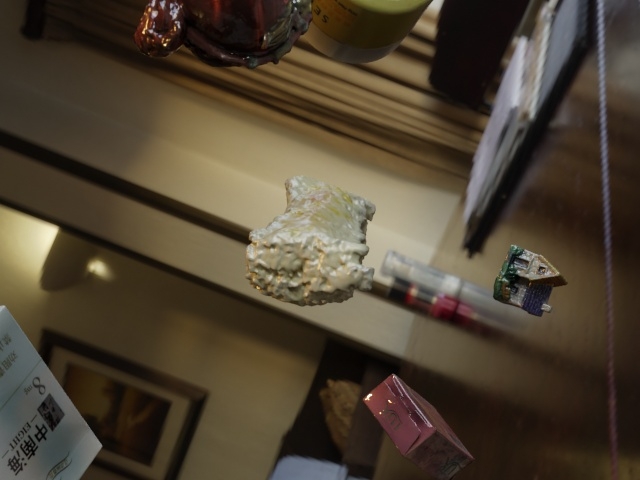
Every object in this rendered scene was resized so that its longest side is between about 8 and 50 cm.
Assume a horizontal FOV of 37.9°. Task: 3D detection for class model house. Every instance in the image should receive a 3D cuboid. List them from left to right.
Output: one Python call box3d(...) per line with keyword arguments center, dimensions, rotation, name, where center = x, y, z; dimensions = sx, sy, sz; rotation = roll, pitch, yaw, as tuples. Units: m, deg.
box3d(center=(0.361, 0.074, 1.593), dimensions=(0.101, 0.100, 0.088), rotation=(-66, -25, -4), name="model house")

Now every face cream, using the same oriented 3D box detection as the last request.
box3d(center=(0.074, -0.423, 1.508), dimensions=(0.179, 0.218, 0.218), rotation=(137, 156, -69), name="face cream")

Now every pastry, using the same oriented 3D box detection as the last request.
box3d(center=(-0.006, -0.002, 0.957), dimensions=(0.258, 0.121, 0.089), rotation=(-76, 7, -76), name="pastry")

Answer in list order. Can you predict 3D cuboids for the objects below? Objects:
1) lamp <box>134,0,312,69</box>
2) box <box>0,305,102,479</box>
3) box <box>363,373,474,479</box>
box3d(center=(-0.124, -0.316, 1.153), dimensions=(0.151, 0.223, 0.215), rotation=(-33, 62, 58), name="lamp")
box3d(center=(-0.381, 0.220, 1.126), dimensions=(0.243, 0.067, 0.155), rotation=(65, -146, -25), name="box")
box3d(center=(0.133, 0.255, 1.253), dimensions=(0.060, 0.156, 0.111), rotation=(-40, 47, 4), name="box")
